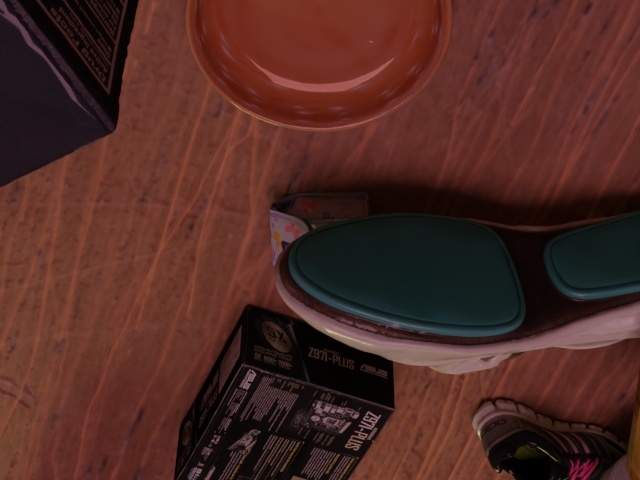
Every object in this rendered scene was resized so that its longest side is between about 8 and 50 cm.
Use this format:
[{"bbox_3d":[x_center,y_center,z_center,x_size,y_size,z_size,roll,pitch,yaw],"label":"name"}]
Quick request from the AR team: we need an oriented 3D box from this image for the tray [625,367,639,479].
[{"bbox_3d":[0.463,0.094,1.259,0.411,0.076,0.202,-13,131,-13],"label":"tray"}]

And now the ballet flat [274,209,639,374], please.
[{"bbox_3d":[0.158,0.052,1.243,0.400,0.139,0.139,-5,131,-12],"label":"ballet flat"}]

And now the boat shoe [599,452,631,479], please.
[{"bbox_3d":[0.416,0.227,1.427,0.335,0.121,0.119,-4,157,-4],"label":"boat shoe"}]

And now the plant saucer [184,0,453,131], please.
[{"bbox_3d":[-0.001,-0.172,1.138,0.200,0.037,0.200,0,130,0],"label":"plant saucer"}]

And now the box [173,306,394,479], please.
[{"bbox_3d":[-0.035,0.165,1.389,0.147,0.077,0.180,18,128,-14],"label":"box"}]

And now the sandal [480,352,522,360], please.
[{"bbox_3d":[0.095,0.078,1.333,0.180,0.072,0.049,9,151,-13],"label":"sandal"}]

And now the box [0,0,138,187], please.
[{"bbox_3d":[-0.261,-0.220,0.934,0.183,0.294,0.296,-24,125,18],"label":"box"}]

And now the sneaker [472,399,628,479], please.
[{"bbox_3d":[0.223,0.209,1.427,0.170,0.074,0.063,21,127,-17],"label":"sneaker"}]

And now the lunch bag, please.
[{"bbox_3d":[0.000,0.000,1.270,0.083,0.053,0.071,1,123,4],"label":"lunch bag"}]
